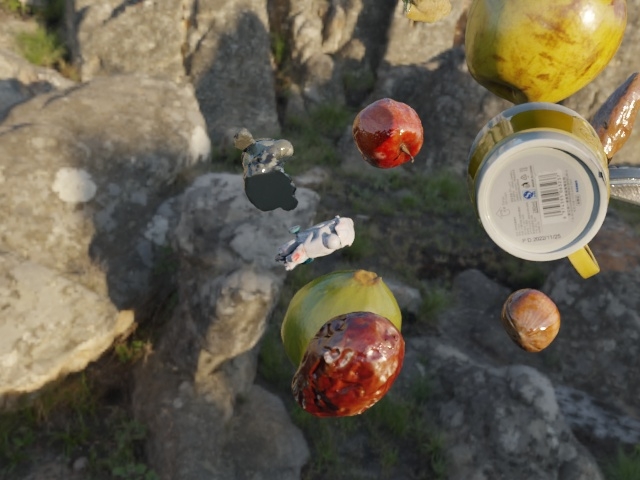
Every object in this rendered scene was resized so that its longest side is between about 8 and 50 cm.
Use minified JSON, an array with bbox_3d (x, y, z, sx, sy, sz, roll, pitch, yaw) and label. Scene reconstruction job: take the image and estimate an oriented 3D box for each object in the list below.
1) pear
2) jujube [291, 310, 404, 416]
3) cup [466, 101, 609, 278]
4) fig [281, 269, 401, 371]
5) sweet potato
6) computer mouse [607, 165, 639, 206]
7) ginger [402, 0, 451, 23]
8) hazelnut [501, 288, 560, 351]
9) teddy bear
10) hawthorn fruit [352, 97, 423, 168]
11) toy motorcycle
[{"bbox_3d":[0.391,-0.373,1.280,0.281,0.280,0.280,6,18,-2],"label":"pear"},{"bbox_3d":[0.055,0.261,1.509,0.197,0.290,0.197,21,44,-22],"label":"jujube"},{"bbox_3d":[0.292,-0.052,0.928,0.185,0.241,0.226,-32,5,20],"label":"cup"},{"bbox_3d":[0.062,0.231,1.952,0.343,0.343,0.343,6,18,-2],"label":"fig"},{"bbox_3d":[0.702,-0.285,1.732,0.097,0.251,0.097,28,12,-7],"label":"sweet potato"},{"bbox_3d":[0.648,-0.122,1.520,0.231,0.071,0.126,16,19,-2],"label":"computer mouse"},{"bbox_3d":[0.352,-0.754,2.235,0.193,0.115,0.123,-9,-18,-37],"label":"ginger"},{"bbox_3d":[0.507,0.200,1.781,0.150,0.150,0.150,6,18,-2],"label":"hazelnut"},{"bbox_3d":[-0.142,-0.207,1.864,0.144,0.171,0.251,-27,50,13],"label":"teddy bear"},{"bbox_3d":[0.238,-0.334,2.381,0.242,0.241,0.271,-1,34,-23],"label":"hawthorn fruit"},{"bbox_3d":[0.000,0.000,2.039,0.260,0.110,0.171,-28,14,-27],"label":"toy motorcycle"}]
